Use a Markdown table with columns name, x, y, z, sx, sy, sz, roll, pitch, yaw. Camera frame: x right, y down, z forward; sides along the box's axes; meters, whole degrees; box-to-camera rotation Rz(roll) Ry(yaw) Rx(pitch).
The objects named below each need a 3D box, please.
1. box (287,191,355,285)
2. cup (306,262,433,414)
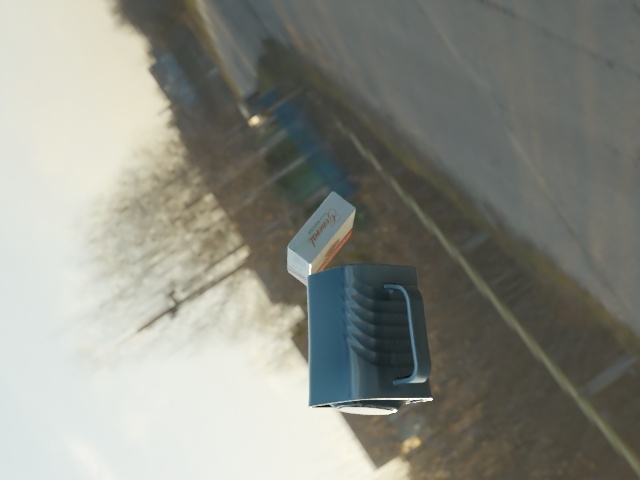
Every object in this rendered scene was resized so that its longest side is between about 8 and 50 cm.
| name | x | y | z | sx | sy | sz | roll | pitch | yaw |
| --- | --- | --- | --- | --- | --- | --- | --- | --- | --- |
| box | 0.000 | 0.000 | 1.865 | 0.048 | 0.100 | 0.152 | 40 | 169 | 10 |
| cup | 0.049 | 0.088 | 1.209 | 0.128 | 0.095 | 0.129 | -19 | 72 | 54 |
